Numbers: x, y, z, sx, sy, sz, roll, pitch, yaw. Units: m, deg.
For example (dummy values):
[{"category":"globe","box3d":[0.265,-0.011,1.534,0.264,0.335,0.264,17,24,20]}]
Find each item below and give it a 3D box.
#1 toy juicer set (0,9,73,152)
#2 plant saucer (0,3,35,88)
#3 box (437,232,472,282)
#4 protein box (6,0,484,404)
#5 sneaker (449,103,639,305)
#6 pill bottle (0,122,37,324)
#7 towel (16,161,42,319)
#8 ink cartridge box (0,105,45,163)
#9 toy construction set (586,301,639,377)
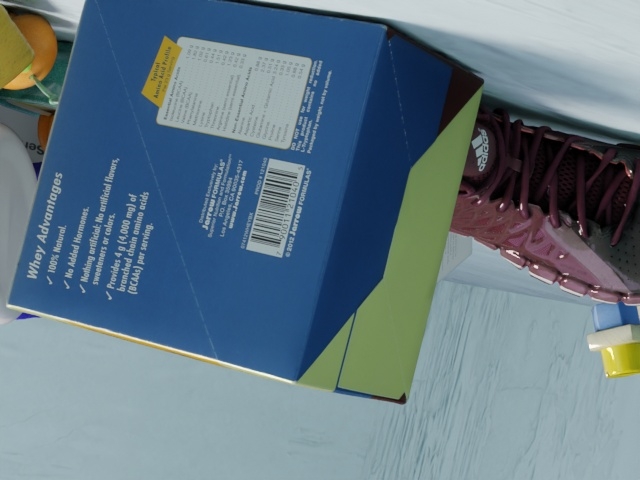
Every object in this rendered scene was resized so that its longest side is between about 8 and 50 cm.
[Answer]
[{"category":"toy juicer set","box3d":[-0.222,-0.111,1.464,0.209,0.089,0.329,14,178,-18]},{"category":"plant saucer","box3d":[-0.363,-0.148,1.146,0.332,0.081,0.333,13,172,3]},{"category":"box","box3d":[0.030,-0.011,1.553,0.130,0.091,0.170,11,-153,27]},{"category":"protein box","box3d":[-0.042,-0.027,1.113,0.201,0.200,0.136,12,177,30]},{"category":"sneaker","box3d":[0.130,-0.033,1.214,0.281,0.106,0.162,13,174,15]},{"category":"pill bottle","box3d":[-0.354,-0.008,1.433,0.264,0.153,0.153,-2,174,12]},{"category":"towel","box3d":[-0.176,0.002,1.628,0.308,0.076,0.227,-6,154,22]},{"category":"ink cartridge box","box3d":[-0.252,-0.042,1.793,0.211,0.121,0.289,14,156,-23]},{"category":"toy construction set","box3d":[0.305,0.045,1.448,0.215,0.151,0.327,-12,-178,7]}]
